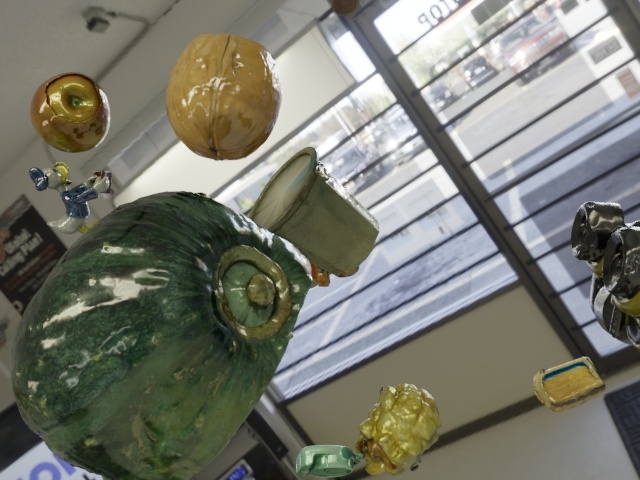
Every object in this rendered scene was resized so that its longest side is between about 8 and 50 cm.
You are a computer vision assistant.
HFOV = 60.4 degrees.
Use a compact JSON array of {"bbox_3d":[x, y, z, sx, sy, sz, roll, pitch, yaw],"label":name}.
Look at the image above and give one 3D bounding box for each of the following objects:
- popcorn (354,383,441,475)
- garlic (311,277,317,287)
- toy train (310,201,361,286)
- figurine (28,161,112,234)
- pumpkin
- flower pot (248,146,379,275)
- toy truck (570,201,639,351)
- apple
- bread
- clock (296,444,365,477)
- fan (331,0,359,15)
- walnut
[{"bbox_3d":[0.226,0.560,1.617,0.252,0.215,0.286,-49,-16,-56],"label":"popcorn"},{"bbox_3d":[-0.033,0.071,2.034,0.279,0.132,0.325,-52,16,14],"label":"garlic"},{"bbox_3d":[0.000,0.000,1.581,0.232,0.163,0.369,-1,24,14],"label":"toy train"},{"bbox_3d":[-0.859,-0.156,1.936,0.283,0.338,0.205,-51,43,-7],"label":"figurine"},{"bbox_3d":[-0.180,0.075,0.558,0.263,0.197,0.292,-25,31,43],"label":"pumpkin"},{"bbox_3d":[-0.009,-0.041,1.070,0.212,0.203,0.212,-38,31,28],"label":"flower pot"},{"bbox_3d":[0.364,0.055,0.603,0.148,0.165,0.224,7,18,9],"label":"toy truck"},{"bbox_3d":[-0.727,-0.376,1.619,0.237,0.236,0.208,-40,19,-34],"label":"apple"},{"bbox_3d":[0.416,0.244,0.926,0.106,0.072,0.053,-18,-29,-5],"label":"bread"},{"bbox_3d":[0.029,0.627,1.557,0.148,0.189,0.060,103,166,-53],"label":"clock"},{"bbox_3d":[0.071,-0.734,1.650,0.085,0.005,0.133,-15,-36,6],"label":"fan"},{"bbox_3d":[-0.139,-0.207,0.804,0.165,0.165,0.197,-29,53,47],"label":"walnut"}]
